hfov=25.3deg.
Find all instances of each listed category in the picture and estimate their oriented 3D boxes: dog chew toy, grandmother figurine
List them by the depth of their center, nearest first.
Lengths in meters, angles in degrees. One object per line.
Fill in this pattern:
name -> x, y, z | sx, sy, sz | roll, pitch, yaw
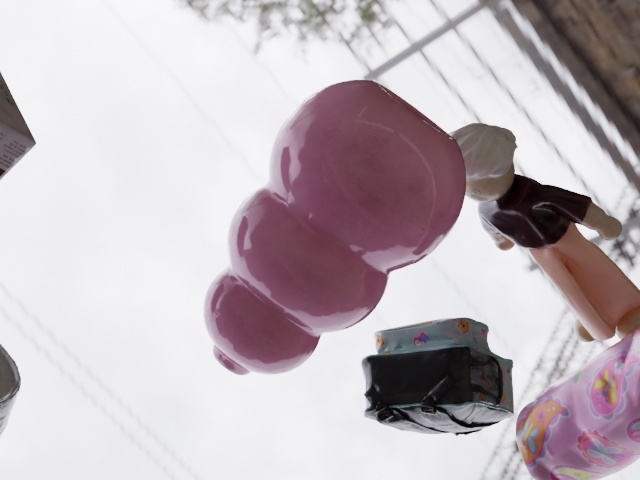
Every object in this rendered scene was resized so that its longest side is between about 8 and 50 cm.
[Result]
dog chew toy -> 0.000, 0.000, 1.473 | 0.207, 0.332, 0.206 | 35, -171, -7
grandmother figurine -> 0.262, -0.011, 1.670 | 0.342, 0.208, 0.104 | 43, -126, -24

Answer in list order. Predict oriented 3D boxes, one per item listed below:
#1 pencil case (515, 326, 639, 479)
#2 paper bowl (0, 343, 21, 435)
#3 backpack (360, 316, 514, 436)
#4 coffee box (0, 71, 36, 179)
pencil case -> 0.333, 0.174, 1.550 | 0.124, 0.284, 0.124 | 17, -129, -23
paper bowl -> -0.387, 0.085, 1.178 | 0.284, 0.284, 0.148 | 15, -75, -35
backpack -> 0.156, 0.176, 1.800 | 0.188, 0.166, 0.144 | 30, -127, -50
coffee box -> -0.479, -0.080, 1.591 | 0.119, 0.297, 0.168 | 33, -162, -49
